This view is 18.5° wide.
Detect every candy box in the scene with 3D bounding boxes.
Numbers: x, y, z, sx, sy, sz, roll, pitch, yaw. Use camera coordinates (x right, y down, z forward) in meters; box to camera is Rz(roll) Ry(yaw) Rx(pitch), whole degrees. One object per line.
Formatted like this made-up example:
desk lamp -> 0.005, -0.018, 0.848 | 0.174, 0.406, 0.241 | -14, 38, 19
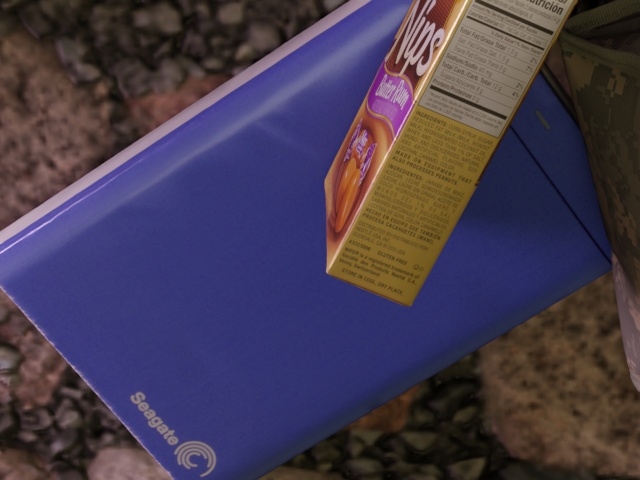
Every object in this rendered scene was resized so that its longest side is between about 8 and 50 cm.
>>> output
candy box -> 0.061, -0.074, 0.985 | 0.053, 0.109, 0.187 | 23, 115, -12

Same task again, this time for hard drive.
hard drive -> 0.000, 0.000, 1.109 | 0.318, 0.040, 0.210 | -32, 114, 16

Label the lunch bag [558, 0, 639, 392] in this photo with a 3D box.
lunch bag -> 0.264, 0.002, 0.959 | 0.169, 0.287, 0.235 | -23, 117, -14
